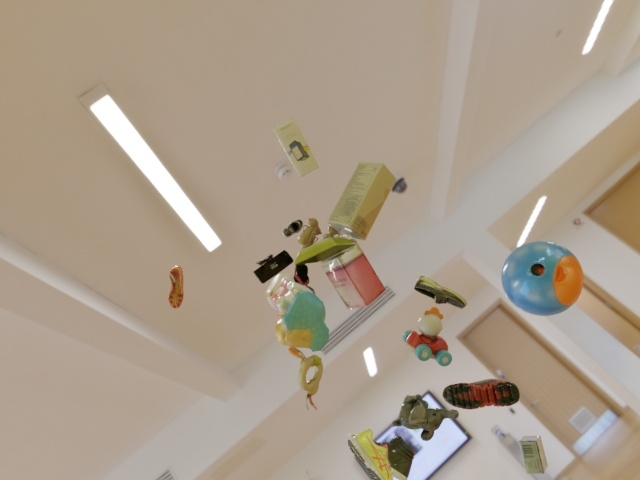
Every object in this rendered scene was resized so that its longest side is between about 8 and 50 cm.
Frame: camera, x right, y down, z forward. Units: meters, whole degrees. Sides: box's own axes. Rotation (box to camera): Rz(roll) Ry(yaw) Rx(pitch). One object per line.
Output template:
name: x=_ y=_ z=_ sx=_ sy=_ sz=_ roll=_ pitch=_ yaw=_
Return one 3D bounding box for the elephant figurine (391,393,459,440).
elephant figurine: x=0.455 y=0.779 z=2.026 sx=0.169 sy=0.239 sz=0.186 roll=14 pitch=-90 yaw=-19

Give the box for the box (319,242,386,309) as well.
box: x=0.130 y=0.147 z=1.884 sx=0.127 sy=0.232 sz=0.148 roll=-35 pitch=5 yaw=-32

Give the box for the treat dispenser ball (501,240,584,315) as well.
treat dispenser ball: x=0.846 y=0.144 z=1.778 sx=0.288 sy=0.288 sz=0.288 roll=-33 pitch=-28 yaw=-21

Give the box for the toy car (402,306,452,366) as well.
toy car: x=0.536 y=0.439 z=2.223 sx=0.219 sy=0.210 sz=0.238 roll=-127 pitch=55 yaw=-77

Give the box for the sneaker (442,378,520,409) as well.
sneaker: x=0.607 y=0.584 z=1.770 sx=0.276 sy=0.097 sz=0.135 roll=-8 pitch=-12 yaw=14

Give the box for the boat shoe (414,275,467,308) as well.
boat shoe: x=0.491 y=0.229 z=1.920 sx=0.073 sy=0.223 sz=0.080 roll=-49 pitch=-28 yaw=-20

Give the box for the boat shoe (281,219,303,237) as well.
boat shoe: x=-0.095 y=-0.049 z=1.695 sx=0.038 sy=0.046 sz=0.125 roll=-37 pitch=-2 yaw=37

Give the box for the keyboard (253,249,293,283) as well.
keyboard: x=-0.226 y=0.114 z=2.172 sx=0.192 sy=0.100 sz=0.038 roll=-35 pitch=-3 yaw=-23

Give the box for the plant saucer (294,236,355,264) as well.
plant saucer: x=0.012 y=0.033 z=1.741 sx=0.188 sy=0.045 sz=0.188 roll=-26 pitch=-11 yaw=25

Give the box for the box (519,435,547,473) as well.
box: x=0.900 y=0.902 z=1.960 sx=0.072 sy=0.126 sz=0.137 roll=-16 pitch=-18 yaw=29

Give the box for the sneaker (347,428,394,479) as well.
sneaker: x=0.178 y=0.660 z=1.390 sx=0.094 sy=0.208 sz=0.081 roll=-32 pitch=-11 yaw=-26

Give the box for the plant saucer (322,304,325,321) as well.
plant saucer: x=-0.053 y=0.352 z=2.072 sx=0.037 sy=0.195 sz=0.195 roll=26 pitch=-69 yaw=-30

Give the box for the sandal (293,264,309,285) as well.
sandal: x=-0.069 y=0.139 z=1.702 sx=0.067 sy=0.179 sz=0.040 roll=22 pitch=-51 yaw=-19

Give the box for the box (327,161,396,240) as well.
box: x=0.174 y=-0.169 z=1.939 sx=0.121 sy=0.148 sz=0.311 roll=40 pitch=-107 yaw=-39

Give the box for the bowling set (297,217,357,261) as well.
bowling set: x=0.000 y=0.000 z=2.059 sx=0.287 sy=0.200 sz=0.154 roll=36 pitch=-103 yaw=-28

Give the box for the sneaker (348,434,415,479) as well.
sneaker: x=0.272 y=0.892 z=2.003 sx=0.147 sy=0.296 sz=0.104 roll=-51 pitch=-30 yaw=-26

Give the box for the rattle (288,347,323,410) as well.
rattle: x=-0.070 y=0.514 z=1.713 sx=0.130 sy=0.143 sz=0.199 roll=-33 pitch=-54 yaw=-65

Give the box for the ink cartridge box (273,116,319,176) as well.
ink cartridge box: x=-0.097 y=-0.373 z=1.849 sx=0.093 sy=0.212 sz=0.154 roll=-27 pitch=18 yaw=3

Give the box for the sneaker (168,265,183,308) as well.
sneaker: x=-0.574 y=0.189 z=1.872 sx=0.067 sy=0.064 sz=0.175 roll=-61 pitch=-22 yaw=-81

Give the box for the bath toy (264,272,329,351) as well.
bath toy: x=-0.066 y=0.178 z=1.189 sx=0.151 sy=0.129 sz=0.348 roll=-57 pitch=13 yaw=-2
